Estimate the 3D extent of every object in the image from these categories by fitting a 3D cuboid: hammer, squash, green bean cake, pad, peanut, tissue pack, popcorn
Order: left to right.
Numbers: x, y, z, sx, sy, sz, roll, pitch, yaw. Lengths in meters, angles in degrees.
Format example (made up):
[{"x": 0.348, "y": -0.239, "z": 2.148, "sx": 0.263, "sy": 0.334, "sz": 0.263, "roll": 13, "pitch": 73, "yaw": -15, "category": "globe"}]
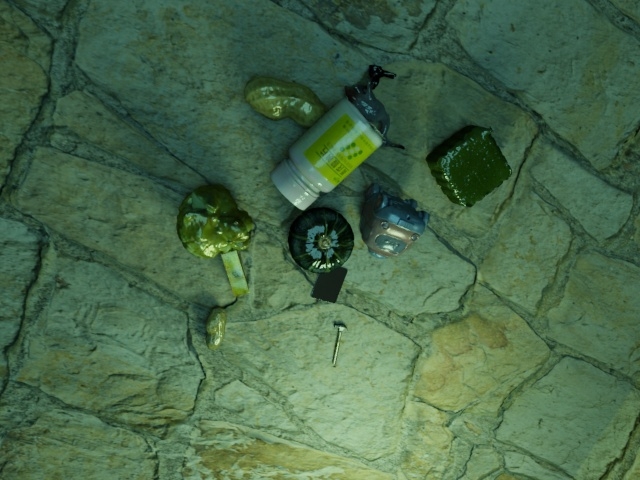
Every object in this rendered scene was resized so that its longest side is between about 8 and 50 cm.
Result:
[{"x": -0.371, "y": -0.067, "z": 1.693, "sx": 0.277, "sy": 0.225, "sz": 0.276, "roll": -2, "pitch": 96, "yaw": -19, "category": "popcorn"}, {"x": -0.408, "y": 0.340, "z": 1.862, "sx": 0.080, "sy": 0.080, "sz": 0.174, "roll": 7, "pitch": 102, "yaw": -12, "category": "peanut"}, {"x": -0.321, "y": 0.112, "z": 1.811, "sx": 0.062, "sy": 0.095, "sz": 0.175, "roll": -16, "pitch": 107, "yaw": -8, "category": "tissue pack"}, {"x": -0.115, "y": -0.482, "z": 1.688, "sx": 0.306, "sy": 0.147, "sz": 0.146, "roll": 8, "pitch": 102, "yaw": -17, "category": "peanut"}, {"x": 0.000, "y": 0.000, "z": 1.808, "sx": 0.252, "sy": 0.165, "sz": 0.252, "roll": -2, "pitch": 101, "yaw": -11, "category": "squash"}, {"x": 0.035, "y": 0.171, "z": 1.940, "sx": 0.112, "sy": 0.003, "sz": 0.157, "roll": 18, "pitch": 100, "yaw": -15, "category": "pad"}, {"x": 0.075, "y": 0.431, "z": 2.006, "sx": 0.062, "sy": 0.017, "sz": 0.182, "roll": 6, "pitch": 104, "yaw": -12, "category": "hammer"}, {"x": 0.563, "y": -0.285, "z": 1.844, "sx": 0.247, "sy": 0.156, "sz": 0.250, "roll": -38, "pitch": 107, "yaw": 2, "category": "green bean cake"}]

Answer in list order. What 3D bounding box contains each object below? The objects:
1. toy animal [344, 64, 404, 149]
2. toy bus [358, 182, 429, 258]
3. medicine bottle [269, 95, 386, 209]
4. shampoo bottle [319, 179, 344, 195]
[{"x": 0.198, "y": -0.474, "z": 1.763, "sx": 0.195, "sy": 0.090, "sz": 0.324, "roll": -13, "pitch": 104, "yaw": -7, "category": "toy animal"}, {"x": 0.244, "y": -0.057, "z": 1.779, "sx": 0.197, "sy": 0.294, "sz": 0.231, "roll": 20, "pitch": 109, "yaw": -18, "category": "toy bus"}, {"x": 0.019, "y": -0.298, "z": 1.681, "sx": 0.379, "sy": 0.213, "sz": 0.213, "roll": -42, "pitch": 107, "yaw": 13, "category": "medicine bottle"}, {"x": 0.004, "y": -0.211, "z": 1.819, "sx": 0.165, "sy": 0.040, "sz": 0.080, "roll": -35, "pitch": 103, "yaw": -1, "category": "shampoo bottle"}]
